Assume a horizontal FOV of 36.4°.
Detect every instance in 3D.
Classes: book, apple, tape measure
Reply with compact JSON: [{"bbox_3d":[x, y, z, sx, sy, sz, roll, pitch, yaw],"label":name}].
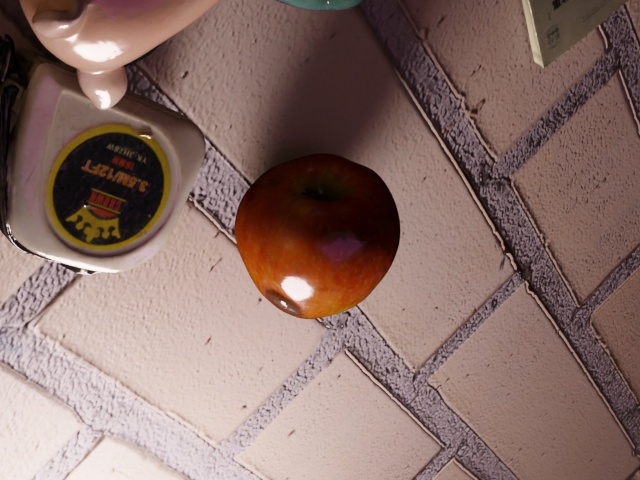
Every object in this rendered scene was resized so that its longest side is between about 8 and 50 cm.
[{"bbox_3d":[0.377,-0.429,1.458,0.215,0.025,0.283,-38,133,-11],"label":"book"},{"bbox_3d":[0.000,0.000,1.339,0.230,0.230,0.230,-19,129,-26],"label":"apple"},{"bbox_3d":[-0.295,-0.082,1.123,0.271,0.133,0.231,21,98,-42],"label":"tape measure"}]

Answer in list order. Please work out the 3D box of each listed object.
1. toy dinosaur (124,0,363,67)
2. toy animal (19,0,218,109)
[{"bbox_3d":[-0.036,-0.300,1.202,0.383,0.129,0.331,14,121,-43],"label":"toy dinosaur"},{"bbox_3d":[-0.197,-0.301,0.977,0.256,0.213,0.195,-38,166,-4],"label":"toy animal"}]
